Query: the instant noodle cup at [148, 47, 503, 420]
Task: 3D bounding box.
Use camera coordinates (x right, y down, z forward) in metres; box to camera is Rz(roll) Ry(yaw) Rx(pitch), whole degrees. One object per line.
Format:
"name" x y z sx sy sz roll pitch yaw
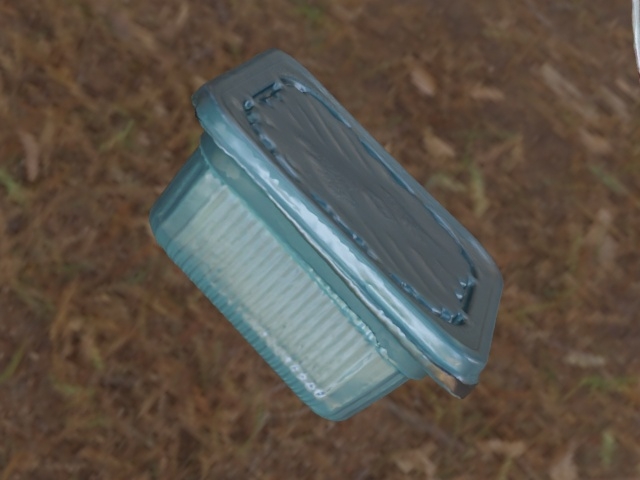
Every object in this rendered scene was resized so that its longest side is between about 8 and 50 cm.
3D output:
"instant noodle cup" 0.000 0.000 0.685 0.157 0.070 0.179 47 16 -3

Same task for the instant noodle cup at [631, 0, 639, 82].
"instant noodle cup" 0.245 -0.085 0.545 0.193 0.212 0.193 -2 92 -45
